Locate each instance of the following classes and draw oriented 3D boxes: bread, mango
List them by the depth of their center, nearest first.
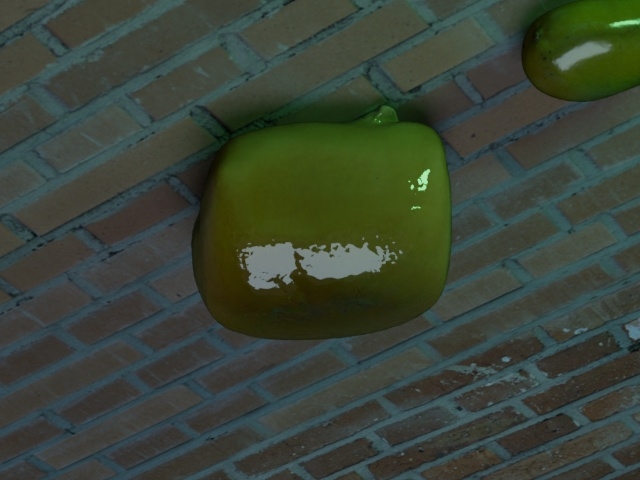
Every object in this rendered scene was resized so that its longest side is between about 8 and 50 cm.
[{"bbox_3d":[0.399,-0.263,2.220,0.251,0.114,0.156,-7,132,1],"label":"mango"},{"bbox_3d":[0.000,0.000,2.365,0.376,0.253,0.348,0,142,-6],"label":"bread"}]
